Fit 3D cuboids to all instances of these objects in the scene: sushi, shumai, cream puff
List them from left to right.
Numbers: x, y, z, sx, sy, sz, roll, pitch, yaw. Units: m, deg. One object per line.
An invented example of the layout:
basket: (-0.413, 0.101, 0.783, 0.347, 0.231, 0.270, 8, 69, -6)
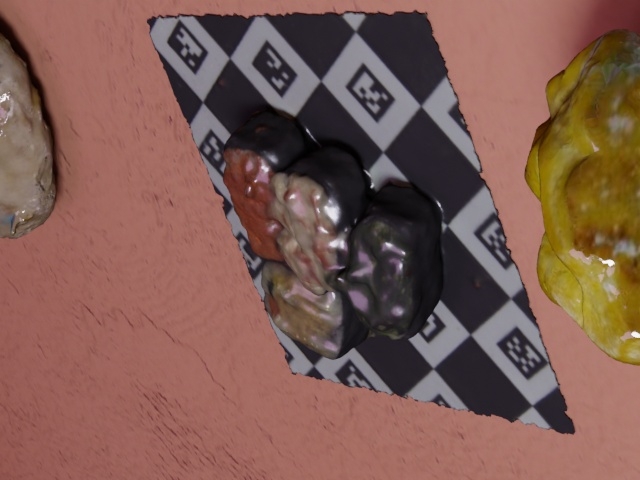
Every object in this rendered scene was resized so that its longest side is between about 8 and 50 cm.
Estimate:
shumai: (-0.257, -0.071, 1.150, 0.201, 0.120, 0.201, 36, 145, 30)
sushi: (0.000, 0.000, 0.955, 0.219, 0.047, 0.231, 7, 126, 49)
cream puff: (0.141, -0.014, 0.702, 0.146, 0.146, 0.116, 50, 179, 5)
